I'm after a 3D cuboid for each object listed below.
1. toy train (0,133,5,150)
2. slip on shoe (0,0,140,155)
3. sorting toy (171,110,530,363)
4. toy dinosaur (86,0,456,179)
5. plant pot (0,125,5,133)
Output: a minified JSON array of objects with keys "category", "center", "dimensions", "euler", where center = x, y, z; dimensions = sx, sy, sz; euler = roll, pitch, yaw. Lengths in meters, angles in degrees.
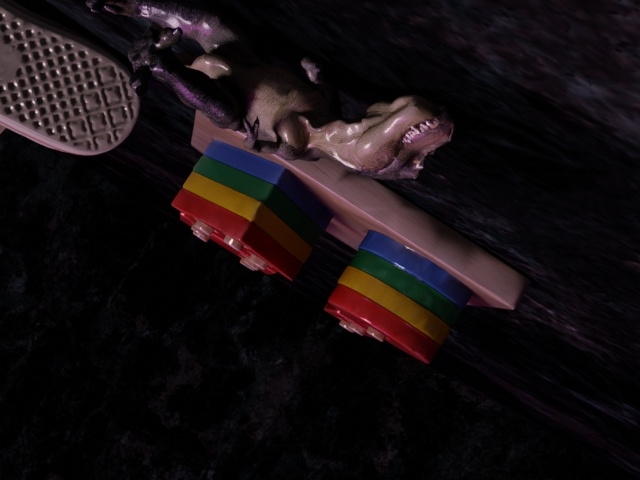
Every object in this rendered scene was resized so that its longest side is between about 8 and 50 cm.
[{"category":"toy train","center":[-0.433,-0.105,1.316],"dimensions":[0.190,0.334,0.142],"euler":[19,172,-11]},{"category":"slip on shoe","center":[-0.294,-0.171,0.971],"dimensions":[0.331,0.123,0.101],"euler":[29,-179,-28]},{"category":"sorting toy","center":[0.000,0.000,0.960],"dimensions":[0.257,0.089,0.255],"euler":[33,175,-5]},{"category":"toy dinosaur","center":[-0.055,-0.088,0.623],"dimensions":[0.118,0.064,0.268],"euler":[27,-177,-45]},{"category":"plant pot","center":[-0.328,-0.179,1.174],"dimensions":[0.096,0.109,0.109],"euler":[43,-179,28]}]
